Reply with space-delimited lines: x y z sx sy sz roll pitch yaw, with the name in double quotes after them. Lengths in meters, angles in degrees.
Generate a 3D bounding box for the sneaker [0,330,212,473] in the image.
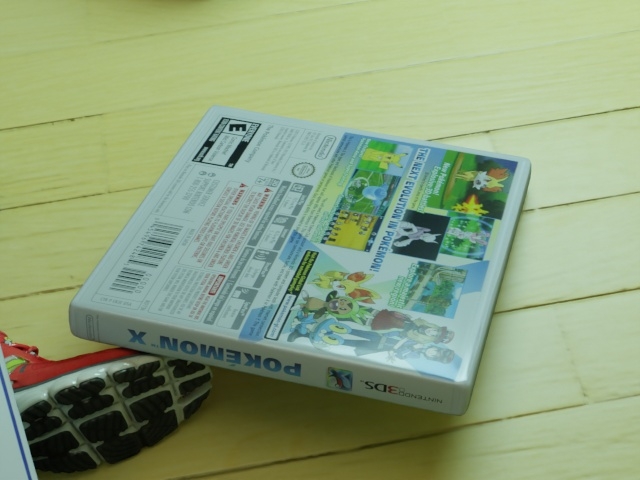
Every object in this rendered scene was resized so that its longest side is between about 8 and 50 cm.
-0.224 0.111 1.050 0.279 0.107 0.118 -13 47 -8 "sneaker"

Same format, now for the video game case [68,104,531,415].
0.000 0.000 1.110 0.300 0.036 0.329 11 34 11 "video game case"

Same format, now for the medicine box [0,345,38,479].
-0.326 0.168 0.823 0.289 0.149 0.263 -3 62 -37 "medicine box"
